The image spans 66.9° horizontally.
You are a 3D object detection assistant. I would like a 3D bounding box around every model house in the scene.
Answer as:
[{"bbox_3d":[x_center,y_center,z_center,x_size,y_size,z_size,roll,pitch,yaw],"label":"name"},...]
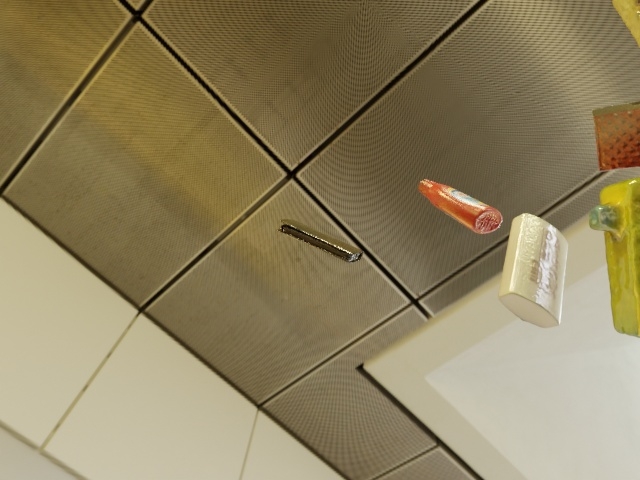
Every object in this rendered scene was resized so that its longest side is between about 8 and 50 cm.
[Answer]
[{"bbox_3d":[0.552,0.016,0.692,0.302,0.215,0.238,-4,-93,8],"label":"model house"}]

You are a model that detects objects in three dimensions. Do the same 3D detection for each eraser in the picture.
[{"bbox_3d":[0.578,0.079,1.305,0.174,0.270,0.094,33,-34,-14],"label":"eraser"}]

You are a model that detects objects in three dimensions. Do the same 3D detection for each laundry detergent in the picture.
[{"bbox_3d":[0.249,-0.070,0.894,0.097,0.165,0.049,7,-66,-39],"label":"laundry detergent"}]

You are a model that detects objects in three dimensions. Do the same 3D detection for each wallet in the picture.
[{"bbox_3d":[0.515,-0.163,0.711,0.196,0.020,0.103,-4,-74,38],"label":"wallet"},{"bbox_3d":[0.000,0.000,1.141,0.197,0.110,0.031,24,-81,14],"label":"wallet"}]

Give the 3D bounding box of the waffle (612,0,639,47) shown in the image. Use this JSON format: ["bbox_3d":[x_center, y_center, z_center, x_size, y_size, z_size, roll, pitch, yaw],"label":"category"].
[{"bbox_3d":[0.523,-0.288,0.609,0.220,0.248,0.055,-7,-35,13],"label":"waffle"}]
